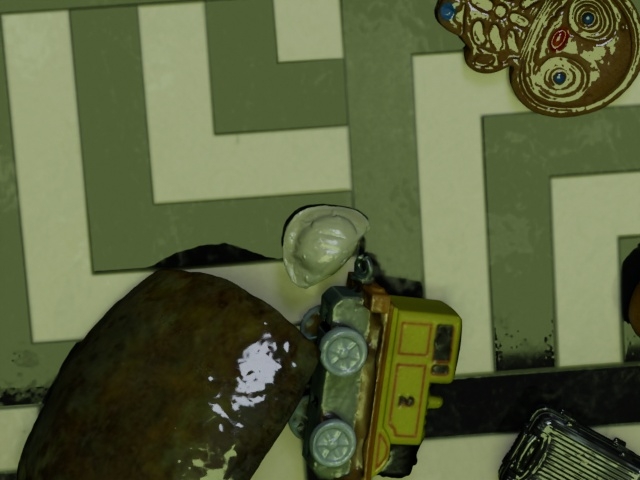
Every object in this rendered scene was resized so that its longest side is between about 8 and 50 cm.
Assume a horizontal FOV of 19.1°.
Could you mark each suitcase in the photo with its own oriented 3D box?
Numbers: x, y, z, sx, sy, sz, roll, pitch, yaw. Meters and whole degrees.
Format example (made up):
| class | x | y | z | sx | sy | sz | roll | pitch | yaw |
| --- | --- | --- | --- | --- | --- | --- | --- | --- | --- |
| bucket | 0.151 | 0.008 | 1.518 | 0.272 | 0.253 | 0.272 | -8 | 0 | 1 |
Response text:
| class | x | y | z | sx | sy | sz | roll | pitch | yaw |
| --- | --- | --- | --- | --- | --- | --- | --- | --- | --- |
| suitcase | 0.218 | 0.200 | 1.618 | 0.126 | 0.059 | 0.086 | 29 | 98 | -5 |

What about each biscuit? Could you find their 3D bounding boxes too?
| class | x | y | z | sx | sy | sz | roll | pitch | yaw |
| --- | --- | --- | --- | --- | --- | --- | --- | --- | --- |
| biscuit | 0.182 | -0.170 | 1.557 | 0.175 | 0.026 | 0.124 | 23 | 99 | -7 |

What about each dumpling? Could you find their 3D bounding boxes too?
| class | x | y | z | sx | sy | sz | roll | pitch | yaw |
| --- | --- | --- | --- | --- | --- | --- | --- | --- | --- |
| dumpling | -0.001 | 0.000 | 1.578 | 0.077 | 0.043 | 0.059 | -46 | 77 | 10 |

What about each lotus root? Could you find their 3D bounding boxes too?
| class | x | y | z | sx | sy | sz | roll | pitch | yaw |
| --- | --- | --- | --- | --- | --- | --- | --- | --- | --- |
| lotus root | -0.152 | 0.169 | 1.544 | 0.142 | 0.210 | 0.314 | 35 | 85 | -20 |

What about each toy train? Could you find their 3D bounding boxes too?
| class | x | y | z | sx | sy | sz | roll | pitch | yaw |
| --- | --- | --- | --- | --- | --- | --- | --- | --- | --- |
| toy train | 0.046 | 0.121 | 1.581 | 0.127 | 0.089 | 0.219 | 5 | 100 | -14 |

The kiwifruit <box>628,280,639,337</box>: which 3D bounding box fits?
| class | x | y | z | sx | sy | sz | roll | pitch | yaw |
| --- | --- | --- | --- | --- | --- | --- | --- | --- | --- |
| kiwifruit | 0.310 | 0.040 | 1.582 | 0.075 | 0.075 | 0.124 | 41 | 94 | -9 |
